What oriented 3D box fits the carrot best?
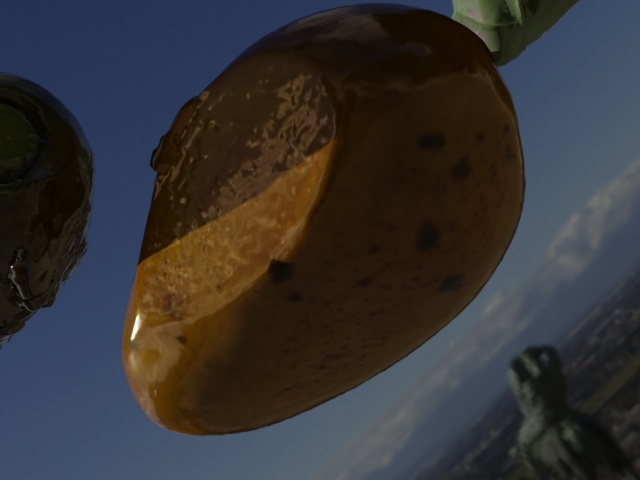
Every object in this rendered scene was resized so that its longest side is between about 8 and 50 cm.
[{"bbox_3d":[-0.230,0.007,0.759,0.138,0.139,0.302,-35,-1,-40],"label":"carrot"}]

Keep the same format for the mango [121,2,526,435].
[{"bbox_3d":[0.000,0.000,0.679,0.191,0.160,0.290,14,-57,-50],"label":"mango"}]

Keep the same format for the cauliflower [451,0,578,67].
[{"bbox_3d":[0.130,-0.214,0.689,0.239,0.256,0.315,-44,-26,-47],"label":"cauliflower"}]
